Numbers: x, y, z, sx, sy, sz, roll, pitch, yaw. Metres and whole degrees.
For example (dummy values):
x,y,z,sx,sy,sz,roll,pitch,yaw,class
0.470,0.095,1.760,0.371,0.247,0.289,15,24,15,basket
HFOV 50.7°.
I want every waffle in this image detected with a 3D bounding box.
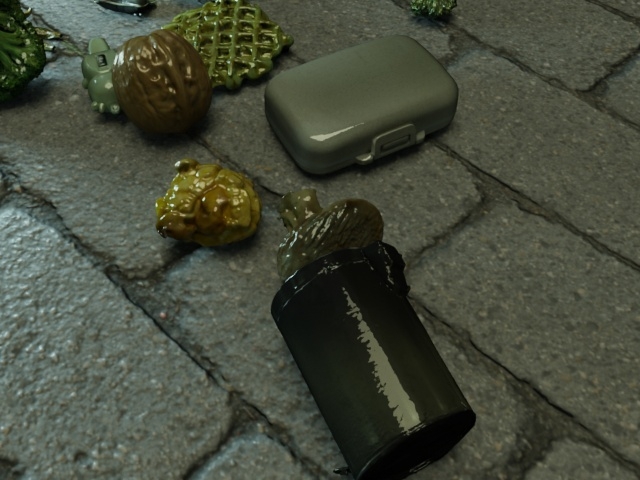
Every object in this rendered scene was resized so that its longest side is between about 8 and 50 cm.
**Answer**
x,y,z,sx,sy,sz,roll,pitch,yaw,class
-0.235,-0.469,1.576,0.297,0.073,0.317,-35,60,-22,waffle

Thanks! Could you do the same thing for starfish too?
x,y,z,sx,sy,sz,roll,pitch,yaw,class
-0.730,-0.492,1.624,0.224,0.050,0.216,7,62,12,starfish

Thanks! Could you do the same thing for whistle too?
x,y,z,sx,sy,sz,roll,pitch,yaw,class
-0.471,-0.360,1.488,0.110,0.092,0.244,-19,57,-11,whistle

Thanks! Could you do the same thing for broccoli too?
x,y,z,sx,sy,sz,roll,pitch,yaw,class
0.255,-0.625,1.611,0.122,0.204,0.118,-43,46,-14,broccoli
-0.747,-0.418,1.433,0.308,0.275,0.307,2,82,-16,broccoli

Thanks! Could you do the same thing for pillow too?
x,y,z,sx,sy,sz,roll,pitch,yaw,class
-0.485,-0.596,1.684,0.136,0.055,0.091,12,52,7,pillow

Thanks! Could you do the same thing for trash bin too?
x,y,z,sx,sy,sz,roll,pitch,yaw,class
0.076,0.184,1.006,0.252,0.203,0.301,-42,56,20,trash bin

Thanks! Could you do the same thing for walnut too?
x,y,z,sx,sy,sz,roll,pitch,yaw,class
-0.323,-0.319,1.389,0.214,0.213,0.213,0,54,0,walnut

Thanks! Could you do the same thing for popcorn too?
x,y,z,sx,sy,sz,roll,pitch,yaw,class
-0.205,-0.066,1.244,0.194,0.140,0.163,-11,62,5,popcorn

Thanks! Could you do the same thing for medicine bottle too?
x,y,z,sx,sy,sz,roll,pitch,yaw,class
0.084,-0.291,1.410,0.375,0.123,0.282,-23,58,-16,medicine bottle

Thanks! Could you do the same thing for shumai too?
x,y,z,sx,sy,sz,roll,pitch,yaw,class
0.000,0.000,1.199,0.209,0.161,0.153,-49,42,-5,shumai
